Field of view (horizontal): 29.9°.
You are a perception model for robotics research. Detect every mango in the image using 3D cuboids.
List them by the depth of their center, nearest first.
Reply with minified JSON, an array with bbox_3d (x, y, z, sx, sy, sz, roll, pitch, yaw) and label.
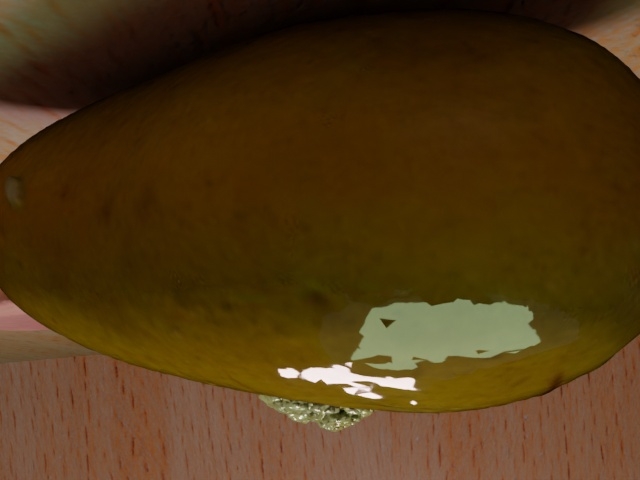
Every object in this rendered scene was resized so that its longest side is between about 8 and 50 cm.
[{"bbox_3d":[-0.016,-0.007,0.705,0.445,0.221,0.301,-5,175,23],"label":"mango"}]

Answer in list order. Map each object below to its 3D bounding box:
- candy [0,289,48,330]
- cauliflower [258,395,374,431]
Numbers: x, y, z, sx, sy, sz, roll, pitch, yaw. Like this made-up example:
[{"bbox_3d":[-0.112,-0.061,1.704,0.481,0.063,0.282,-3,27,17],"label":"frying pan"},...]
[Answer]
[{"bbox_3d":[-0.287,0.043,1.318,0.255,0.094,0.255,-5,172,-1],"label":"candy"},{"bbox_3d":[0.004,0.119,1.727,0.260,0.281,0.327,16,-161,4],"label":"cauliflower"}]
